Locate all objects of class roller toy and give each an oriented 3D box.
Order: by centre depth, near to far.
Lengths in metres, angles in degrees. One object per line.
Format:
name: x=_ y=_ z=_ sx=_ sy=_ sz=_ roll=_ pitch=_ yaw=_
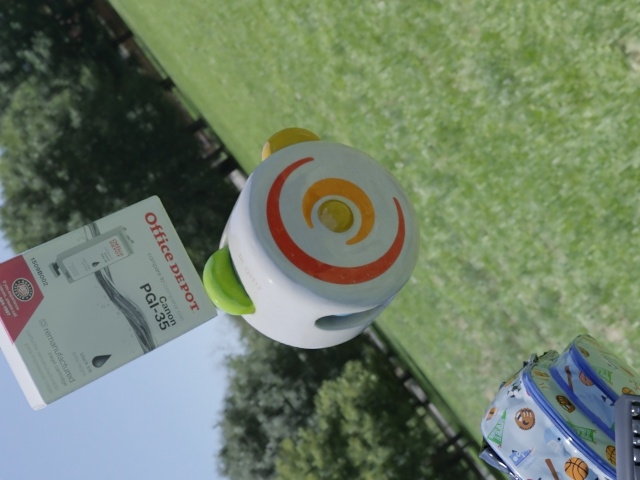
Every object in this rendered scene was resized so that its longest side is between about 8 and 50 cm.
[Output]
roller toy: x=0.000 y=0.000 z=1.056 sx=0.191 sy=0.209 sz=0.146 roll=26 pitch=149 yaw=-4

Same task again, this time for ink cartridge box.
ink cartridge box: x=-0.322 y=0.085 z=1.468 sx=0.207 sy=0.283 sz=0.117 roll=63 pitch=153 yaw=-1

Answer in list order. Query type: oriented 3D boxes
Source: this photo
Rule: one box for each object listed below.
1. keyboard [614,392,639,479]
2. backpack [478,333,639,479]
keyboard: x=0.404 y=0.319 z=1.057 sx=0.202 sy=0.033 sz=0.317 roll=1 pitch=103 yaw=37
backpack: x=0.340 y=0.257 z=1.330 sx=0.276 sy=0.213 sz=0.263 roll=39 pitch=-156 yaw=19
